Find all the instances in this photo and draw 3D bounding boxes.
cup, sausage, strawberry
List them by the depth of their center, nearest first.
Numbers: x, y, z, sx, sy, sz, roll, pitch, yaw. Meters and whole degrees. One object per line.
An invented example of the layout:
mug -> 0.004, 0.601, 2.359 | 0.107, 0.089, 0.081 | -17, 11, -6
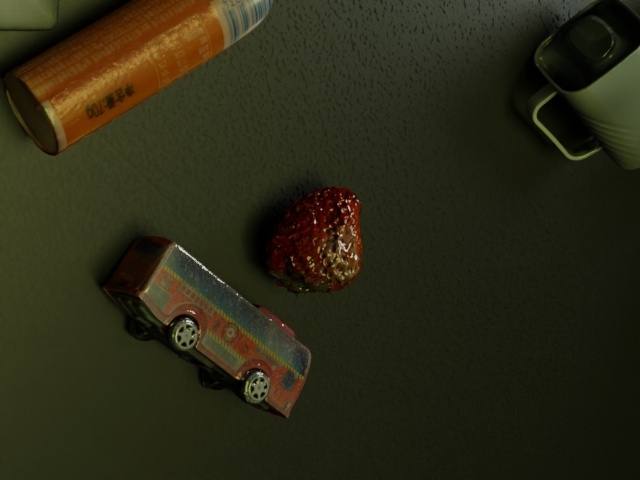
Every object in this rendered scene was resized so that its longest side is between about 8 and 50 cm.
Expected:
sausage -> -0.121, -0.151, 1.161 | 0.234, 0.071, 0.071 | -35, 121, -21
strawberry -> 0.000, 0.000, 1.287 | 0.083, 0.083, 0.096 | 45, 68, -35
cup -> 0.256, -0.132, 1.414 | 0.128, 0.095, 0.129 | -39, 127, 6

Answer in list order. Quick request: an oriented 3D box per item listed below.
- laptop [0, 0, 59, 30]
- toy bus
laptop -> -0.260, -0.276, 1.061 | 0.188, 0.015, 0.269 | -5, 107, -34
toy bus -> -0.086, 0.072, 1.256 | 0.192, 0.065, 0.077 | 41, 72, -36
